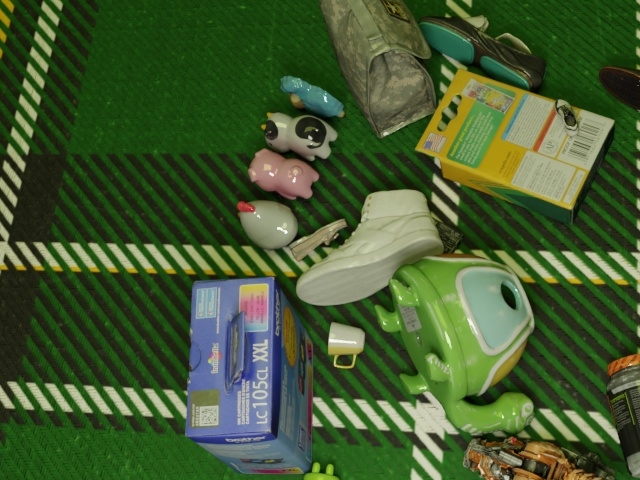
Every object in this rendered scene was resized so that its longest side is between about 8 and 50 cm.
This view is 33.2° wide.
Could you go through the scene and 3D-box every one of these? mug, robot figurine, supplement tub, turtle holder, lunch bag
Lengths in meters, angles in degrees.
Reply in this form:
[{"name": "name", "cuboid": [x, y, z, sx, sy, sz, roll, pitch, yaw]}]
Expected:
[{"name": "mug", "cuboid": [0.050, 0.191, 2.002, 0.064, 0.078, 0.062, 5, 36, 6]}, {"name": "robot figurine", "cuboid": [-0.001, 0.451, 1.888, 0.101, 0.067, 0.115, 6, 69, 3]}, {"name": "supplement tub", "cuboid": [0.549, 0.292, 1.799, 0.117, 0.117, 0.190, -13, 66, 8]}, {"name": "turtle holder", "cuboid": [0.256, 0.166, 1.858, 0.228, 0.243, 0.320, -19, 54, -14]}, {"name": "lunch bag", "cuboid": [0.111, -0.383, 2.100, 0.169, 0.287, 0.235, -25, 63, 2]}]

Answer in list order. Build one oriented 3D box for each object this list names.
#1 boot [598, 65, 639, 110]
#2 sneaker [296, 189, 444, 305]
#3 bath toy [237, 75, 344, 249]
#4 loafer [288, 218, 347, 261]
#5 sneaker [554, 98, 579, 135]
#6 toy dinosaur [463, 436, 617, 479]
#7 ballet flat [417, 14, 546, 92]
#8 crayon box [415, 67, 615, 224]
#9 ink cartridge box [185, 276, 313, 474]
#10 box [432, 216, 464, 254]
[{"name": "boot", "cuboid": [0.654, -0.303, 2.068, 0.219, 0.082, 0.106, 28, 54, 27]}, {"name": "sneaker", "cuboid": [0.084, 0.008, 2.054, 0.293, 0.108, 0.169, -22, 46, 12]}, {"name": "bath toy", "cuboid": [-0.079, -0.152, 2.135, 0.151, 0.129, 0.348, -4, 60, 49]}, {"name": "loafer", "cuboid": [0.000, 0.000, 2.101, 0.125, 0.045, 0.039, -26, 81, 9]}, {"name": "sneaker", "cuboid": [0.461, -0.236, 2.000, 0.032, 0.037, 0.083, -23, 62, 4]}, {"name": "toy dinosaur", "cuboid": [0.364, 0.393, 1.736, 0.164, 0.218, 0.322, -56, 24, 3]}, {"name": "ballet flat", "cuboid": [0.331, -0.389, 2.165, 0.280, 0.095, 0.096, 34, 68, 13]}, {"name": "crayon box", "cuboid": [0.373, -0.184, 2.064, 0.323, 0.083, 0.203, 23, 74, 20]}, {"name": "ink cartridge box", "cuboid": [-0.120, 0.232, 1.828, 0.151, 0.395, 0.269, -5, 67, 11]}, {"name": "box", "cuboid": [0.222, -0.002, 2.057, 0.083, 0.018, 0.067, 30, 77, 23]}]
